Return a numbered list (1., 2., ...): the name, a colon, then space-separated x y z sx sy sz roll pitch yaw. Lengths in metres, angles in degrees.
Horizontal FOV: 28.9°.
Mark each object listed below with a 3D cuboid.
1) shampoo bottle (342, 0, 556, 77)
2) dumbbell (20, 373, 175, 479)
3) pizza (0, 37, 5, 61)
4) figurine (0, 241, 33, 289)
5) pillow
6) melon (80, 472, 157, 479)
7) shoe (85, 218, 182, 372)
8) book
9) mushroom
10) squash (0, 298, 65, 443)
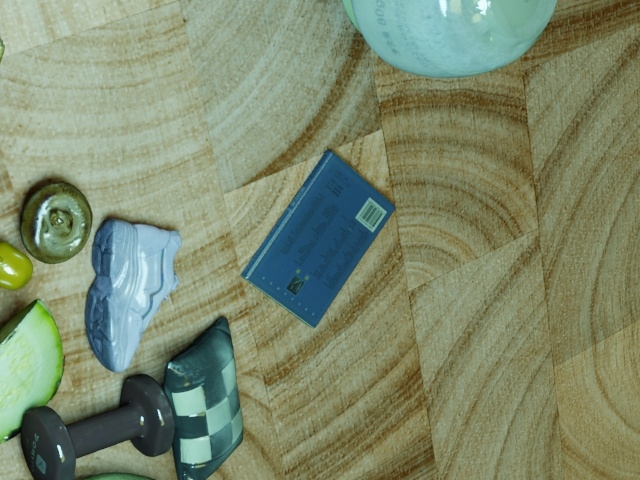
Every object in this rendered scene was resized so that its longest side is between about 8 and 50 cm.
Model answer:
1. shampoo bottle: 0.206 -0.420 1.997 0.322 0.317 0.322 -12 113 -29
2. dumbbell: -0.351 0.303 1.963 0.225 0.124 0.140 -16 134 -36
3. pizza: -0.544 -0.259 1.696 0.188 0.062 0.199 -53 122 -24
4. figurine: -0.488 0.021 1.790 0.176 0.122 0.121 29 86 -37
5. pillow: -0.196 0.273 2.081 0.186 0.106 0.250 -39 129 -56
6. melon: -0.301 0.509 2.015 0.248 0.248 0.329 -53 125 -8
7. shoe: -0.291 0.087 1.969 0.137 0.095 0.245 0 100 -32
8. book: 0.000 0.000 2.186 0.191 0.025 0.269 38 83 -36
9. mushroom: -0.398 -0.027 1.863 0.126 0.085 0.109 -66 163 0
10. squash: -0.454 0.214 1.866 0.155 0.204 0.237 44 82 -15
